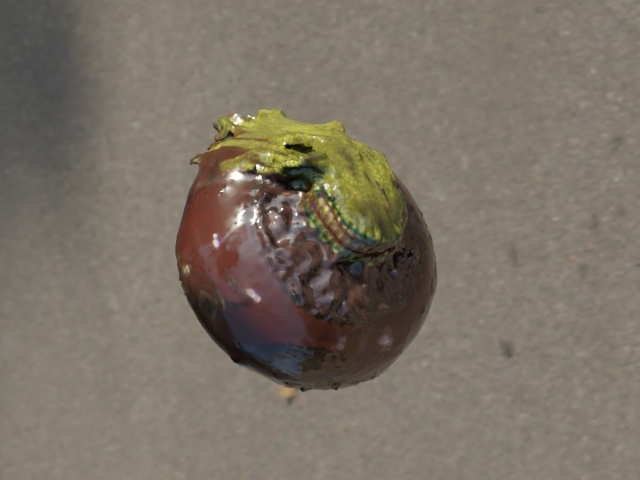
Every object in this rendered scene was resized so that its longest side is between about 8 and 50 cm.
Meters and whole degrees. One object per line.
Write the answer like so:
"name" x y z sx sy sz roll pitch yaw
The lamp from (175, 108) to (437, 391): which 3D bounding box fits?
"lamp" -0.001 0.004 0.852 0.135 0.157 0.156 -35 36 45
